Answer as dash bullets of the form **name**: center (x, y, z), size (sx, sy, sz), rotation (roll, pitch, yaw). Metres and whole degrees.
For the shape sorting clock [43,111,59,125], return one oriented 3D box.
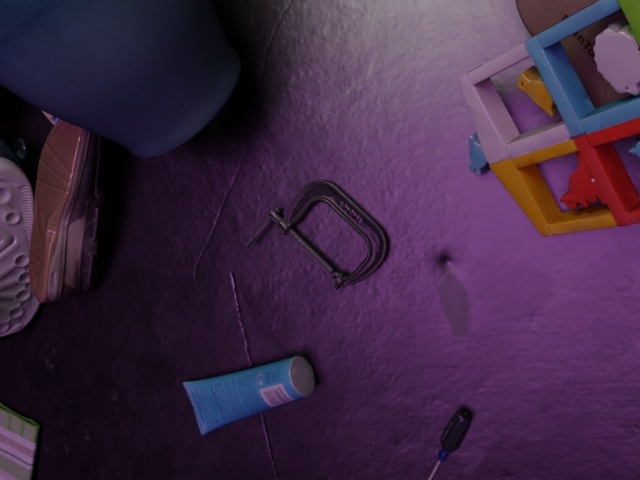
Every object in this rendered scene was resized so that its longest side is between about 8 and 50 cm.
- **shape sorting clock**: center (-0.352, -0.254, 0.841), size (0.206, 0.040, 0.206), rotation (3, 97, 24)

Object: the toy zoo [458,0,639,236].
- **toy zoo**: center (0.240, -0.101, 0.515), size (0.192, 0.030, 0.293), rotation (58, 154, -8)

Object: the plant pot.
- **plant pot**: center (-0.233, -0.240, 0.649), size (0.272, 0.255, 0.271), rotation (-22, 46, 25)

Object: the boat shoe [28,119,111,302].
- **boat shoe**: center (-0.352, -0.043, 0.840), size (0.103, 0.092, 0.285), rotation (29, 110, 38)

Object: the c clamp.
- **c clamp**: center (0.000, 0.000, 0.730), size (0.161, 0.022, 0.137), rotation (39, 104, 17)

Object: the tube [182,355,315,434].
- **tube**: center (-0.104, 0.208, 0.785), size (0.207, 0.052, 0.080), rotation (-23, 82, 29)

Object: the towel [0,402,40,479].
- **towel**: center (-0.536, 0.368, 1.010), size (0.113, 0.023, 0.151), rotation (18, 101, 19)

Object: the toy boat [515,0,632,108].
- **toy boat**: center (0.291, -0.226, 0.526), size (0.151, 0.151, 0.231), rotation (-33, 82, -7)

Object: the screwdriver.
- **screwdriver**: center (0.141, 0.276, 0.697), size (0.025, 0.024, 0.169), rotation (35, 113, 47)

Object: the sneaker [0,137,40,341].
- **sneaker**: center (-0.542, -0.026, 0.925), size (0.236, 0.130, 0.322), rotation (36, 124, 36)
